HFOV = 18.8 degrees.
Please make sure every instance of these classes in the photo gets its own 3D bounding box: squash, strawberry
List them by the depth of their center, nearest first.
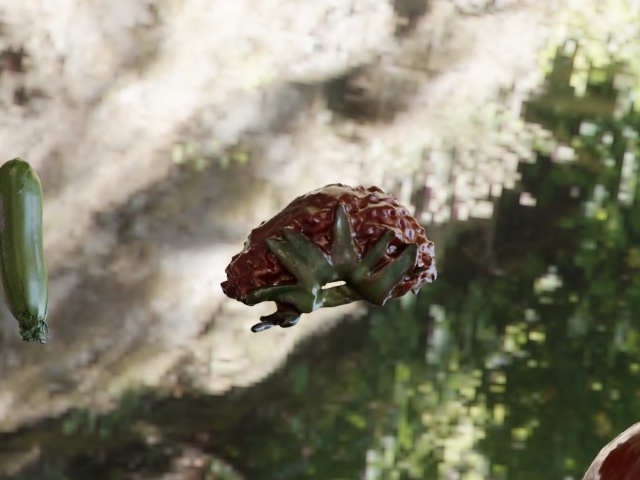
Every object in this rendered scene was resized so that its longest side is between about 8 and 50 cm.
[{"bbox_3d":[-0.001,-0.005,1.470,0.208,0.167,0.087,-123,-156,-74],"label":"strawberry"},{"bbox_3d":[-0.284,0.010,1.839,0.052,0.052,0.183,-25,-111,52],"label":"squash"}]

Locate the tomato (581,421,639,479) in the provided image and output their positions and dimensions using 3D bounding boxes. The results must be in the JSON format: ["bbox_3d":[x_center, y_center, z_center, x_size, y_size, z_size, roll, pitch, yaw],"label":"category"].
[{"bbox_3d":[0.291,0.220,1.069,0.325,0.293,0.289,118,-38,-86],"label":"tomato"}]
